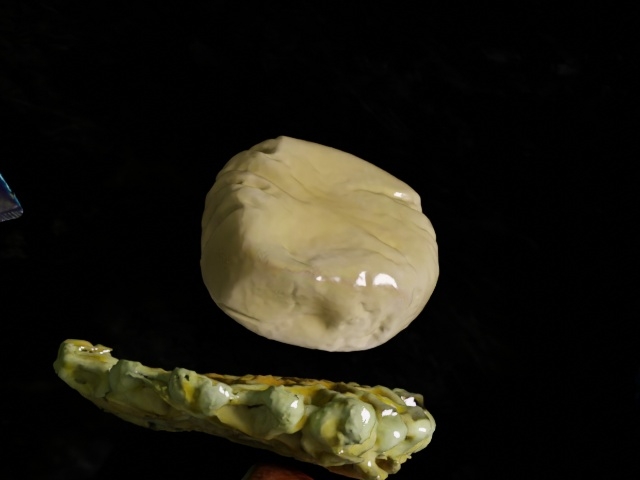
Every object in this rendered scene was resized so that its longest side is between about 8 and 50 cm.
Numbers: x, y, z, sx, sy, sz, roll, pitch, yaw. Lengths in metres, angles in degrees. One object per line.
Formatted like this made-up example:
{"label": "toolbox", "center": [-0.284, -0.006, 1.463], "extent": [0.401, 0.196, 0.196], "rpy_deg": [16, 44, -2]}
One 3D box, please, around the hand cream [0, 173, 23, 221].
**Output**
{"label": "hand cream", "center": [-0.399, -0.111, 1.613], "extent": [0.120, 0.061, 0.271], "rpy_deg": [-16, 61, -30]}

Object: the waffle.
{"label": "waffle", "center": [-0.055, 0.137, 1.314], "extent": [0.297, 0.317, 0.073], "rpy_deg": [8, 85, 13]}

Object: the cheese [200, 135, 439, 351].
{"label": "cheese", "center": [0.000, 0.000, 1.554], "extent": [0.225, 0.117, 0.214], "rpy_deg": [11, 44, -9]}

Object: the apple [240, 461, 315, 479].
{"label": "apple", "center": [-0.049, 0.266, 1.259], "extent": [0.160, 0.173, 0.195], "rpy_deg": [23, 47, 14]}

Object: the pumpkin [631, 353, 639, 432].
{"label": "pumpkin", "center": [0.453, 0.132, 1.412], "extent": [0.363, 0.266, 0.363], "rpy_deg": [7, 43, -7]}
